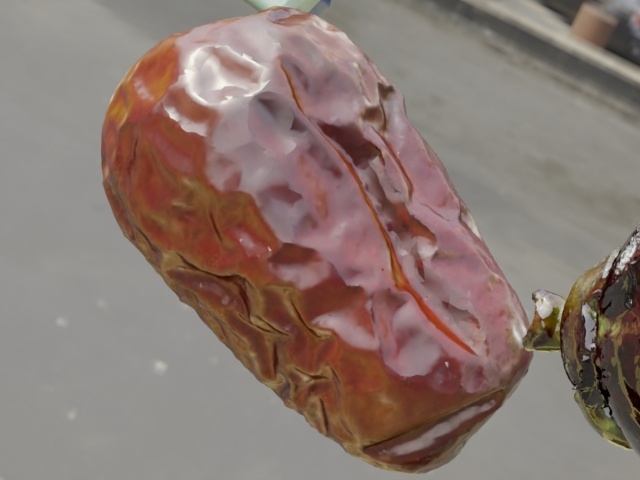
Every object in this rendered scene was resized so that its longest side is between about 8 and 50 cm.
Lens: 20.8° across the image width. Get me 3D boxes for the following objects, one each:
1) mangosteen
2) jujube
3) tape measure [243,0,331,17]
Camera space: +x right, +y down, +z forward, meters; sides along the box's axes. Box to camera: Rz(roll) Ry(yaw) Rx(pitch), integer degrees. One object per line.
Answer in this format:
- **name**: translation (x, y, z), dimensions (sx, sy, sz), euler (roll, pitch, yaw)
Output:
- **mangosteen**: translation (0.205, 0.046, 0.864), dimensions (0.172, 0.172, 0.184), euler (24, -5, -6)
- **jujube**: translation (0.000, 0.000, 1.179), dimensions (0.342, 0.216, 0.216), euler (52, 23, 6)
- **tape measure**: translation (-0.087, -0.349, 1.522), dimensions (0.351, 0.215, 0.098), euler (45, 6, 12)
